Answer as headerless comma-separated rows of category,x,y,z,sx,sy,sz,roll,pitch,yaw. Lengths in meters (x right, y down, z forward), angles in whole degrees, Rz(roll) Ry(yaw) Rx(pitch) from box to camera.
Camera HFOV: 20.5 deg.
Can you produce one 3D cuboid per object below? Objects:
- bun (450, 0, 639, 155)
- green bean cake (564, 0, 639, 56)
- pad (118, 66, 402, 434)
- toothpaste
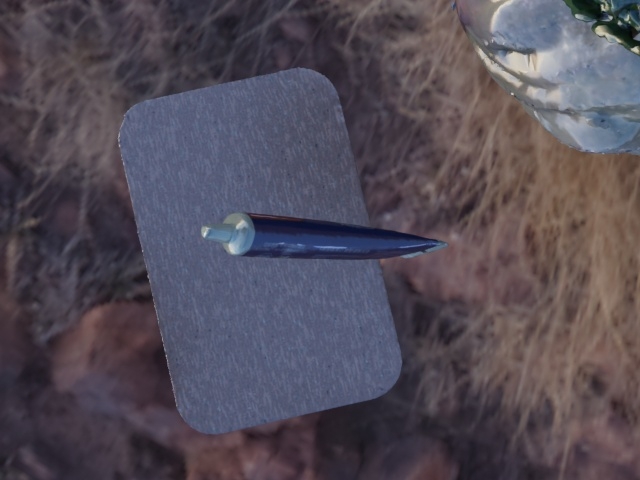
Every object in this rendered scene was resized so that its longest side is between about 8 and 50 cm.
bun,0.196,-0.185,1.239,0.205,0.281,0.281,-28,110,9
green bean cake,0.150,-0.198,0.920,0.107,0.193,0.208,-37,130,2
pad,-0.047,0.005,1.354,0.176,0.002,0.266,-13,80,-3
toothpaste,0.000,0.000,0.863,0.037,0.140,0.021,-14,76,50
